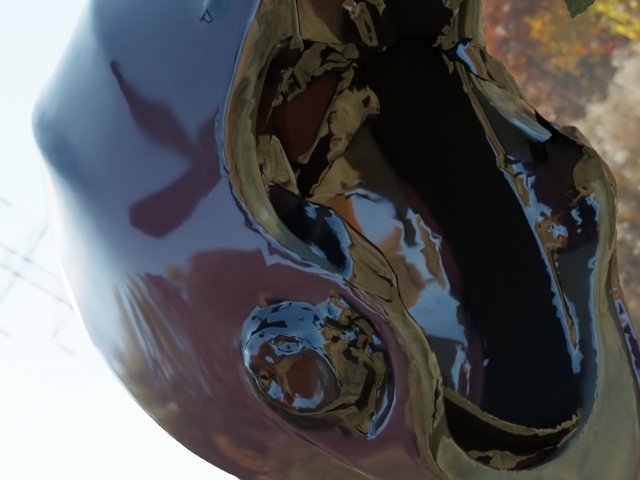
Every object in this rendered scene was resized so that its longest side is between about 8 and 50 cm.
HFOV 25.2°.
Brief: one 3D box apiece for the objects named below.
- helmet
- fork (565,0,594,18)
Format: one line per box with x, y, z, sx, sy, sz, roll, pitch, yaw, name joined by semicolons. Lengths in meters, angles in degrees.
0.000;0.000;0.649;0.197;0.338;0.271;-23;6;31;helmet
0.026;-0.121;0.280;0.039;0.021;0.235;-35;-44;3;fork
